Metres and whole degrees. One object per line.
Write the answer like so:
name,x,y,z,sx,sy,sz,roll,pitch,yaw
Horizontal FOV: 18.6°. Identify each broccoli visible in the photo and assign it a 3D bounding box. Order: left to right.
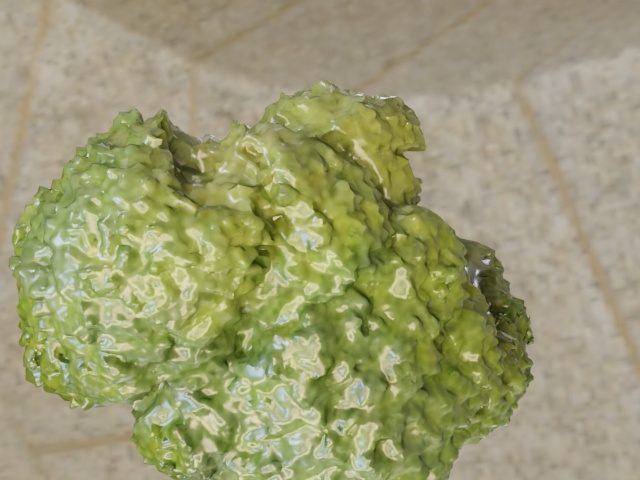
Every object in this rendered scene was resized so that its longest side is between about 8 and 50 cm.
broccoli,-0.006,0.008,0.914,0.254,0.186,0.302,23,-161,-5

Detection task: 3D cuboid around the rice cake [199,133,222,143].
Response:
rice cake,0.000,0.000,1.131,0.057,0.256,0.052,-22,-56,-34
